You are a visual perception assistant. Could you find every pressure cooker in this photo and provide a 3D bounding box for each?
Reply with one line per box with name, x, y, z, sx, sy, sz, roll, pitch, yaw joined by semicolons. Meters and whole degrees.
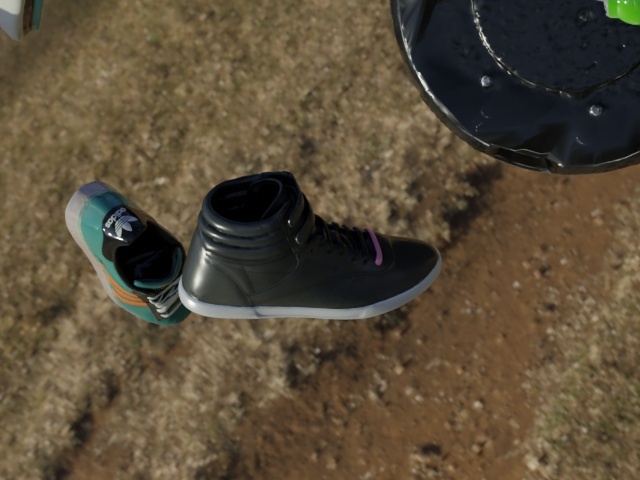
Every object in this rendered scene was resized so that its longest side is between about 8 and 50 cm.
pressure cooker;0.278;-0.279;1.237;0.376;0.369;0.420;6;13;14

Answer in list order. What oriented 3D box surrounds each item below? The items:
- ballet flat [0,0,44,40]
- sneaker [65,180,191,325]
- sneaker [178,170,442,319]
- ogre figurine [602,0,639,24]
ballet flat;-0.245;-0.274;0.780;0.139;0.139;0.400;-63;6;-25
sneaker;-0.230;0.045;1.509;0.121;0.302;0.108;33;75;33
sneaker;0.000;0.000;1.198;0.296;0.146;0.104;-4;42;-14
ogre figurine;0.268;-0.160;0.753;0.118;0.197;0.096;141;134;-62
